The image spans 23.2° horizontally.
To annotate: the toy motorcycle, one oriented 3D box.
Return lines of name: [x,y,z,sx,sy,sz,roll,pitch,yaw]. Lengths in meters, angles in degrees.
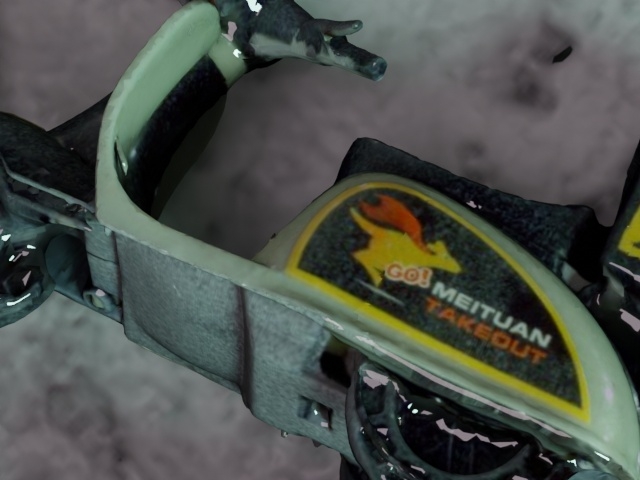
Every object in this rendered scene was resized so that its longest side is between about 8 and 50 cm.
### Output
toy motorcycle: [0.000,0.000,0.463,0.263,0.091,0.157,25,66,13]
